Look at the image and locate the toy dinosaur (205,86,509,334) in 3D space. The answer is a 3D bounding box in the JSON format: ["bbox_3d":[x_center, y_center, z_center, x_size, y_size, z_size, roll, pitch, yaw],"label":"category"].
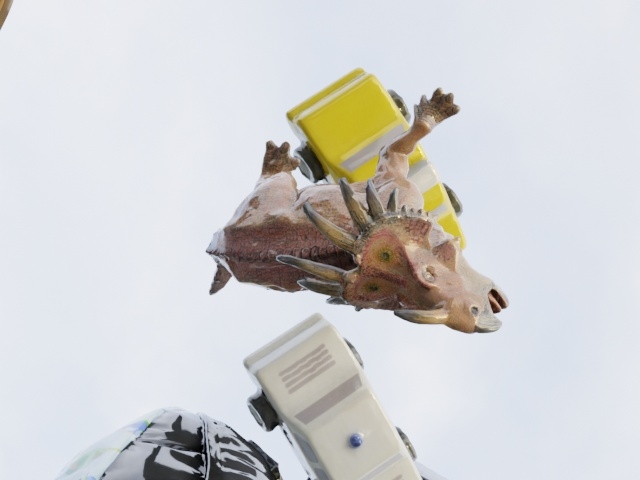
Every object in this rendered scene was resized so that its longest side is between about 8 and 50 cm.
[{"bbox_3d":[0.000,0.000,1.325,0.295,0.200,0.127,-11,-69,32],"label":"toy dinosaur"}]

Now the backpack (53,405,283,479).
[{"bbox_3d":[-0.088,0.244,1.157,0.290,0.355,0.273,41,-67,-8],"label":"backpack"}]

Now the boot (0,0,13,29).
[{"bbox_3d":[-0.305,-0.258,1.519,0.112,0.115,0.305,51,-57,42],"label":"boot"}]

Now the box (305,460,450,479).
[{"bbox_3d":[0.050,0.288,1.820,0.158,0.156,0.093,29,2,9],"label":"box"}]

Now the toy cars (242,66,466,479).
[{"bbox_3d":[0.038,0.058,1.501,0.176,0.394,0.087,9,3,-20],"label":"toy cars"}]
